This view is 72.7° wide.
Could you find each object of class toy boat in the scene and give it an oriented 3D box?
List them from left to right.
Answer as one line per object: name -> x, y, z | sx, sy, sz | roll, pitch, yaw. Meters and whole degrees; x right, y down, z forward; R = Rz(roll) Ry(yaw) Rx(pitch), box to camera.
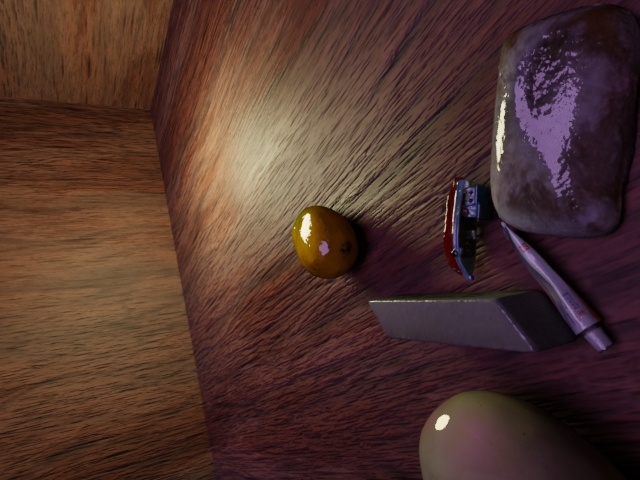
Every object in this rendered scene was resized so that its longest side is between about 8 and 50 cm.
toy boat -> 0.247, -0.021, 0.728 | 0.059, 0.069, 0.173 | 7, 94, 45

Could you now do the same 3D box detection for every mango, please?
mango -> 0.000, 0.000, 1.099 | 0.317, 0.119, 0.176 | -144, 53, -62

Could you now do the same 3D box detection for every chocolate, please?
chocolate -> 0.309, -0.153, 0.590 | 0.185, 0.100, 0.303 | 12, 107, 54

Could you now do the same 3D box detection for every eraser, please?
eraser -> 0.229, 0.127, 0.734 | 0.352, 0.111, 0.077 | -13, 80, 59

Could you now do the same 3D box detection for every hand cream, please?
hand cream -> 0.331, 0.063, 0.626 | 0.052, 0.038, 0.216 | 93, 154, -55

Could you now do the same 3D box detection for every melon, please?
melon -> 0.273, 0.342, 0.582 | 0.317, 0.223, 0.223 | 38, 125, 51
